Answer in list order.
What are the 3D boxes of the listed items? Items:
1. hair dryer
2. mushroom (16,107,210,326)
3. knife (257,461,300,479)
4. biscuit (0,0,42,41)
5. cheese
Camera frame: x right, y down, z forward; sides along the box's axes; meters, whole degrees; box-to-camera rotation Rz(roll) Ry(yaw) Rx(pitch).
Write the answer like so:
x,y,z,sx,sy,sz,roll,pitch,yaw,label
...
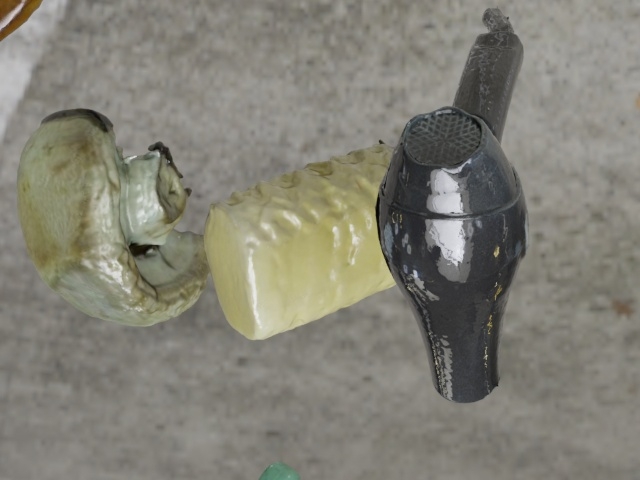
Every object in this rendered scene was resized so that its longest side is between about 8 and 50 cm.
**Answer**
x,y,z,sx,sy,sz,roll,pitch,yaw,label
0.108,-0.051,1.082,0.091,0.272,0.235,7,141,16,hair dryer
-0.252,-0.007,1.904,0.189,0.164,0.267,3,143,24,mushroom
-0.082,0.332,1.666,0.034,0.063,0.260,29,113,16,knife
-0.273,-0.192,1.074,0.228,0.176,0.031,26,-174,14,biscuit
0.000,0.000,1.297,0.167,0.094,0.123,-20,133,-26,cheese
